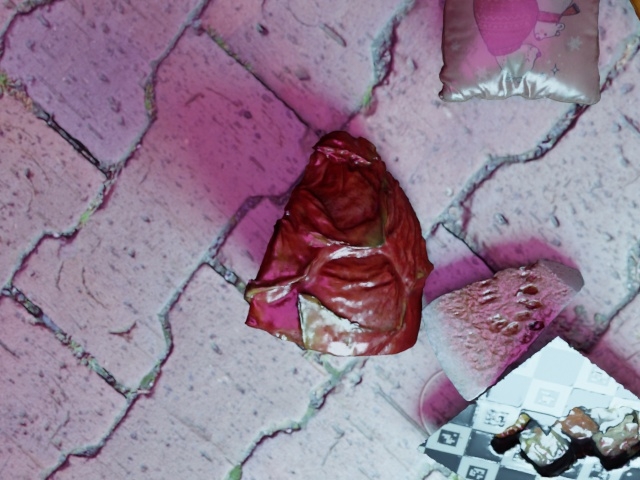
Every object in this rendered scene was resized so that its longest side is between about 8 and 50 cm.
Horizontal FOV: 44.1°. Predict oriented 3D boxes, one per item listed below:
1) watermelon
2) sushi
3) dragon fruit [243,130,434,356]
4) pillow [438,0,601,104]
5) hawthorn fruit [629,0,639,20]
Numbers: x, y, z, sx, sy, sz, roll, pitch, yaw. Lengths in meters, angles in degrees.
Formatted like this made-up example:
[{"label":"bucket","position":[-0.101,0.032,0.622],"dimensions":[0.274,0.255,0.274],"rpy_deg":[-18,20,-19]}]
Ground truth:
[{"label":"watermelon","position":[0.279,0.110,1.175],"dimensions":[0.241,0.094,0.154],"rpy_deg":[-34,82,13]},{"label":"sushi","position":[0.350,0.294,1.189],"dimensions":[0.294,0.059,0.292],"rpy_deg":[36,118,-10]},{"label":"dragon fruit","position":[0.000,0.000,1.165],"dimensions":[0.240,0.302,0.330],"rpy_deg":[1,89,40]},{"label":"pillow","position":[0.276,-0.301,1.093],"dimensions":[0.236,0.084,0.223],"rpy_deg":[3,100,7]},{"label":"hawthorn fruit","position":[0.497,-0.383,0.974],"dimensions":[0.211,0.211,0.299],"rpy_deg":[19,104,7]}]
